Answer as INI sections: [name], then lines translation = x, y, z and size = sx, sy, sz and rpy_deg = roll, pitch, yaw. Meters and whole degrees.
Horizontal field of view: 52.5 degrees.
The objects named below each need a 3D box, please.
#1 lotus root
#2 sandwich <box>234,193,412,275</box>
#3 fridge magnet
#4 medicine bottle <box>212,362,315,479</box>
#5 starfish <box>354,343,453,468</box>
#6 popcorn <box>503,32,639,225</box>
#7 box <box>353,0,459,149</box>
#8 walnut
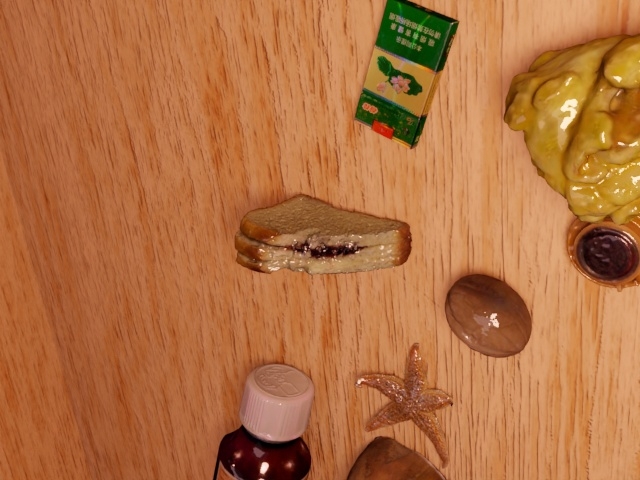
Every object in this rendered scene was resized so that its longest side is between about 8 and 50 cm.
[lotus root]
translation = 0.161, 0.600, 1.459
size = 0.272, 0.192, 0.272
rpy_deg = 10, 112, 27
[sandwich]
translation = 0.000, 0.005, 1.254
size = 0.288, 0.254, 0.099
rpy_deg = 17, 114, 28
[fridge magnet]
translation = 0.462, 0.013, 1.029
size = 0.143, 0.063, 0.143
rpy_deg = 19, 124, 30
[medicine bottle]
translation = -0.136, 0.506, 1.592
size = 0.242, 0.242, 0.395
rpy_deg = 23, 118, 28
[starfish]
translation = 0.188, 0.364, 1.411
size = 0.231, 0.048, 0.295
rpy_deg = -12, 104, 30
[popcorn]
translation = 0.402, -0.153, 0.908
size = 0.250, 0.235, 0.242
rpy_deg = 63, 174, -19
[box]
translation = 0.146, -0.293, 1.147
size = 0.132, 0.034, 0.235
rpy_deg = 31, 126, 22
[walnut]
translation = 0.299, 0.135, 1.162
size = 0.162, 0.140, 0.140
rpy_deg = 26, 124, 13
